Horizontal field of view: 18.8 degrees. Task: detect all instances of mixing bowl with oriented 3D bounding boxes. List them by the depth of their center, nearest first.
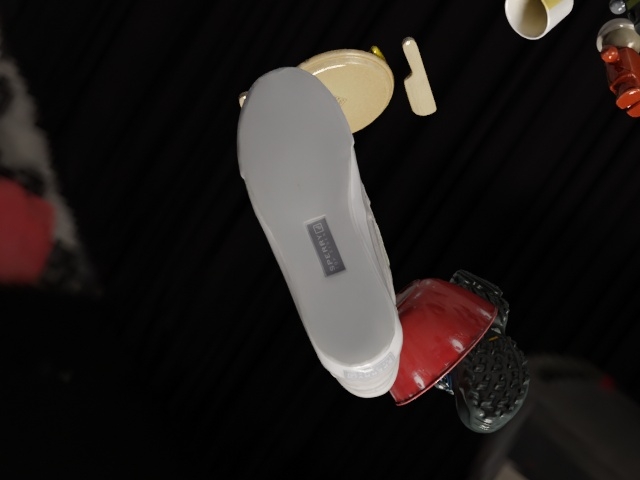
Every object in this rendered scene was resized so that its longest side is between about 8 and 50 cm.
[{"bbox_3d":[0.129,0.114,2.473,0.098,0.181,0.181,46,-163,-6],"label":"mixing bowl"}]

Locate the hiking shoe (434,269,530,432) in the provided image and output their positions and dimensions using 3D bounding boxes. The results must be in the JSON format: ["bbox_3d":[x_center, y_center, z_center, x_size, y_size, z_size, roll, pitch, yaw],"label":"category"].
[{"bbox_3d":[0.211,0.179,2.687,0.113,0.132,0.304,23,-148,-14],"label":"hiking shoe"}]

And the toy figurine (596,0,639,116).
[{"bbox_3d":[0.451,-0.268,2.376,0.213,0.209,0.148,-3,-131,-2],"label":"toy figurine"}]

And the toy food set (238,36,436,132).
[{"bbox_3d":[0.013,-0.150,1.953,0.132,0.192,0.038,71,-178,-52],"label":"toy food set"}]

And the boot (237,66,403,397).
[{"bbox_3d":[0.000,0.000,1.517,0.123,0.095,0.258,79,177,-72],"label":"boot"}]

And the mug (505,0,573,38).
[{"bbox_3d":[0.254,-0.271,2.171,0.064,0.078,0.062,-31,-111,-37],"label":"mug"}]
